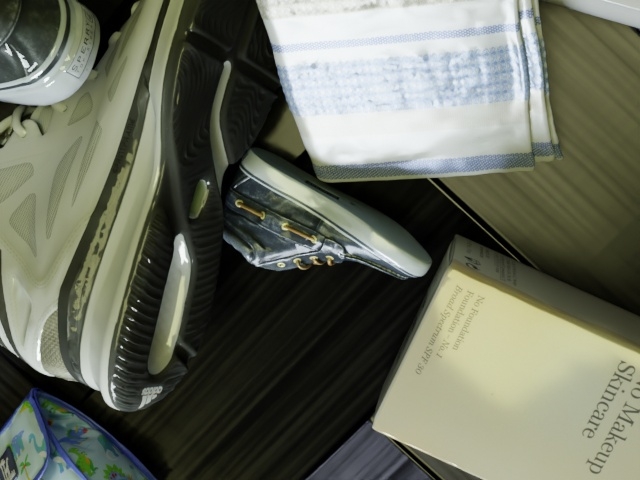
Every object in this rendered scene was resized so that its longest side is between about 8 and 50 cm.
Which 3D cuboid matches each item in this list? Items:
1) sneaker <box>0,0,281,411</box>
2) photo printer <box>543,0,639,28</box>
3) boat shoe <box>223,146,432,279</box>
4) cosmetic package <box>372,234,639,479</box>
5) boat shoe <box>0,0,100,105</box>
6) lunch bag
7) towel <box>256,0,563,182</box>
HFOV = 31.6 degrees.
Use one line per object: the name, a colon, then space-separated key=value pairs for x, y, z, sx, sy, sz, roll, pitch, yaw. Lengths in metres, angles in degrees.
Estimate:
sneaker: x=-0.187 y=-0.113 z=0.905 sx=0.258 sy=0.169 sz=0.447 roll=17 pitch=90 yaw=23
photo printer: x=0.307 y=-0.267 z=0.820 sx=0.308 sy=0.107 sz=0.256 roll=18 pitch=106 yaw=4
boat shoe: x=0.000 y=0.000 z=0.960 sx=0.183 sy=0.065 sz=0.083 roll=31 pitch=107 yaw=8
cosmetic package: x=0.216 y=0.136 z=0.932 sx=0.310 sy=0.113 sz=0.160 roll=24 pitch=106 yaw=3
boat shoe: x=-0.319 y=-0.164 z=0.879 sx=0.335 sy=0.119 sz=0.121 roll=-2 pitch=69 yaw=37
lunch bag: x=-0.246 y=0.229 z=1.041 sx=0.151 sy=0.096 sz=0.129 roll=44 pitch=109 yaw=12
towel: x=0.064 y=-0.155 z=0.848 sx=0.209 sy=0.034 sz=0.285 roll=-4 pitch=135 yaw=16
